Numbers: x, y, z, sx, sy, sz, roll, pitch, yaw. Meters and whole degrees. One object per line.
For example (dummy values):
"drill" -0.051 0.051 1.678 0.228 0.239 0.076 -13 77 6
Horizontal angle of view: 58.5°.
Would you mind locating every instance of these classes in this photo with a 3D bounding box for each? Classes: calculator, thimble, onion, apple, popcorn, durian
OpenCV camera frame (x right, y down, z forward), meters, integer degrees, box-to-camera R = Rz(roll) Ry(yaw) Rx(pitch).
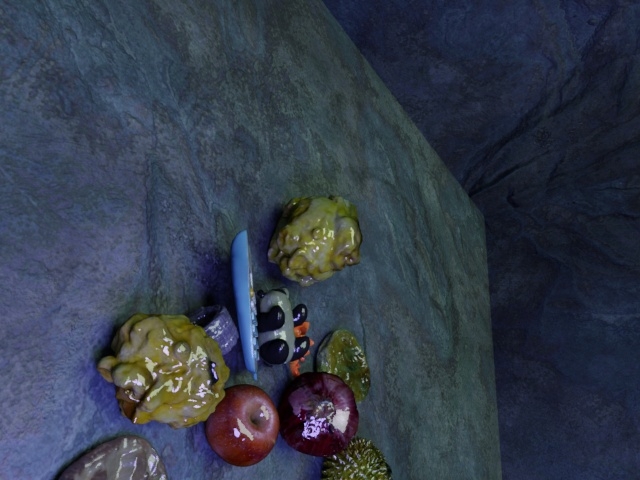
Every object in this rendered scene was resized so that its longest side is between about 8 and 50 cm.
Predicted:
"calculator" -0.198 0.182 1.547 0.256 0.054 0.386 107 -25 -75
"thimble" -0.285 0.235 1.420 0.098 0.150 0.150 64 33 -20
"onion" -0.013 0.512 1.674 0.252 0.219 0.252 10 59 -18
"apple" -0.202 0.466 1.437 0.201 0.162 0.201 31 43 -35
"popcorn" -0.014 0.003 1.834 0.312 0.312 0.312 30 51 -47
"durian" 0.111 0.742 1.738 0.291 0.224 0.291 164 -90 -86
"popcorn" -0.341 0.287 1.257 0.252 0.215 0.286 -36 105 -18

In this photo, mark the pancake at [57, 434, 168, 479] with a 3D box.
"pancake" -0.422 0.548 1.157 0.294 0.049 0.294 37 44 -47

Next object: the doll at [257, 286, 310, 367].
"doll" -0.121 0.250 1.652 0.143 0.135 0.234 8 77 -54

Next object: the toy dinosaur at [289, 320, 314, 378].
"toy dinosaur" -0.079 0.287 1.739 0.070 0.117 0.288 -3 81 -57

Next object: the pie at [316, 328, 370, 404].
"pie" 0.079 0.440 1.946 0.277 0.078 0.277 32 49 -45
